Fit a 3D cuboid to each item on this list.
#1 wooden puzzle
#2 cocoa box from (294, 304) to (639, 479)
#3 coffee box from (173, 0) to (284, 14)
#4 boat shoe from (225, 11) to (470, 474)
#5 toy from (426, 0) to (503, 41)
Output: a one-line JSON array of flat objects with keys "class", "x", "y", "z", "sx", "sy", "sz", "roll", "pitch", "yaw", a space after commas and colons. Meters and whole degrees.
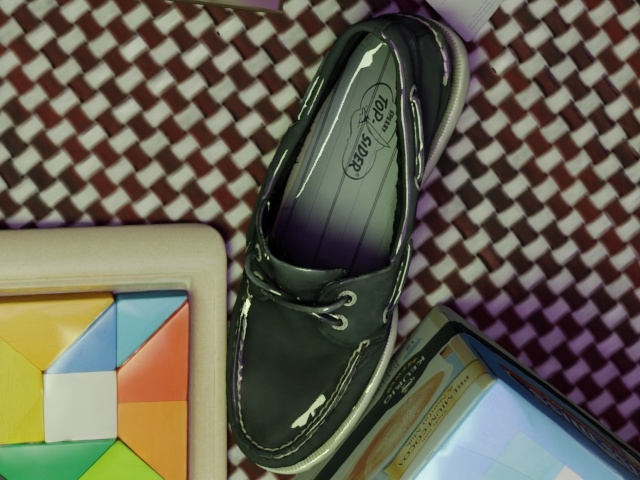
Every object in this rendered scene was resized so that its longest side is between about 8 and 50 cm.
[{"class": "wooden puzzle", "x": -0.175, "y": 0.111, "z": 1.381, "sx": 0.221, "sy": 0.044, "sz": 0.238, "roll": -2, "pitch": 100, "yaw": -11}, {"class": "cocoa box", "x": 0.079, "y": 0.262, "z": 1.348, "sx": 0.231, "sy": 0.228, "sz": 0.347, "roll": 38, "pitch": 95, "yaw": -10}, {"class": "coffee box", "x": -0.077, "y": -0.283, "z": 1.302, "sx": 0.141, "sy": 0.098, "sz": 0.246, "roll": 6, "pitch": 99, "yaw": -6}, {"class": "boat shoe", "x": 0.004, "y": 0.001, "z": 1.334, "sx": 0.127, "sy": 0.113, "sz": 0.340, "roll": 27, "pitch": 97, "yaw": 20}, {"class": "toy", "x": 0.072, "y": -0.257, "z": 1.321, "sx": 0.137, "sy": 0.056, "sz": 0.237, "roll": -48, "pitch": 135, "yaw": 3}]
